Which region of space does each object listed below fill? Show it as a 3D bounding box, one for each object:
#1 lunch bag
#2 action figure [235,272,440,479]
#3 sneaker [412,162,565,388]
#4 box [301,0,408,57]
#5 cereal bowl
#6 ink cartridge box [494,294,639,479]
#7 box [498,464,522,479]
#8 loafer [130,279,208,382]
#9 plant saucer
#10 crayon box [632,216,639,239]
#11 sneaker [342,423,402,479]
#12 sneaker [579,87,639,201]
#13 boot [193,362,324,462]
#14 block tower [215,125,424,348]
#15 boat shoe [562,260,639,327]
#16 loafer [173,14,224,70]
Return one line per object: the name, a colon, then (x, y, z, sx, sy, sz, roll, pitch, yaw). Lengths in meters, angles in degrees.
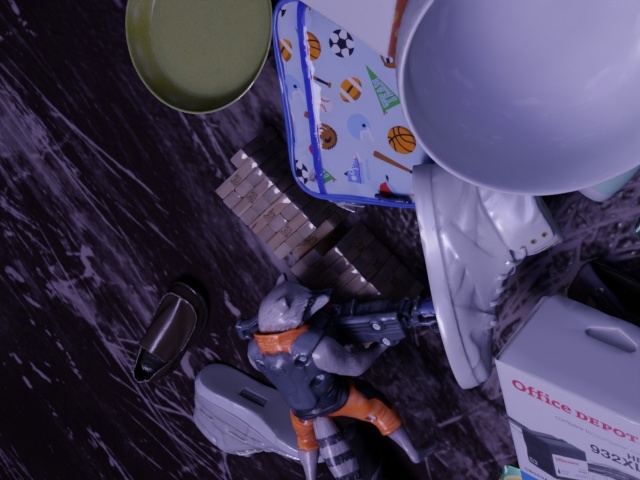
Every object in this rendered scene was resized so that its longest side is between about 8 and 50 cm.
lunch bag: (0.055, -0.182, 1.570, 0.243, 0.115, 0.303, 9, 120, 27)
action figure: (0.034, 0.187, 1.643, 0.341, 0.178, 0.330, -16, 115, 34)
sneaker: (0.220, 0.037, 1.495, 0.169, 0.108, 0.292, -9, 104, 10)
box: (0.098, -0.405, 1.277, 0.168, 0.215, 0.345, 38, 147, 23)
cereal bowl: (0.243, -0.218, 1.297, 0.339, 0.141, 0.339, -2, 130, -3)
ink cartridge box: (0.364, 0.242, 1.547, 0.223, 0.129, 0.307, 23, 147, 36)
box: (0.310, 0.410, 1.817, 0.105, 0.043, 0.179, 18, 127, 19)
loafer: (-0.244, 0.157, 1.950, 0.080, 0.078, 0.220, 32, 128, 9)
plant saucer: (-0.156, -0.290, 1.630, 0.241, 0.037, 0.241, 4, 97, 30)
crayon box: (0.475, -0.136, 1.309, 0.081, 0.202, 0.318, 36, 127, 6)
sneaker: (0.113, 0.399, 1.900, 0.124, 0.107, 0.283, -8, 118, 16)
sneaker: (0.293, -0.172, 1.453, 0.256, 0.094, 0.151, 35, 135, -6)
boot: (-0.093, 0.304, 1.956, 0.258, 0.095, 0.123, 30, 134, 21)
block tower: (0.000, 0.000, 1.717, 0.335, 0.091, 0.097, 48, 127, -3)
boat shoe: (0.441, 0.119, 1.540, 0.285, 0.103, 0.092, 30, 132, 18)
loafer: (-0.170, -0.274, 1.688, 0.125, 0.045, 0.039, -38, 78, 32)
